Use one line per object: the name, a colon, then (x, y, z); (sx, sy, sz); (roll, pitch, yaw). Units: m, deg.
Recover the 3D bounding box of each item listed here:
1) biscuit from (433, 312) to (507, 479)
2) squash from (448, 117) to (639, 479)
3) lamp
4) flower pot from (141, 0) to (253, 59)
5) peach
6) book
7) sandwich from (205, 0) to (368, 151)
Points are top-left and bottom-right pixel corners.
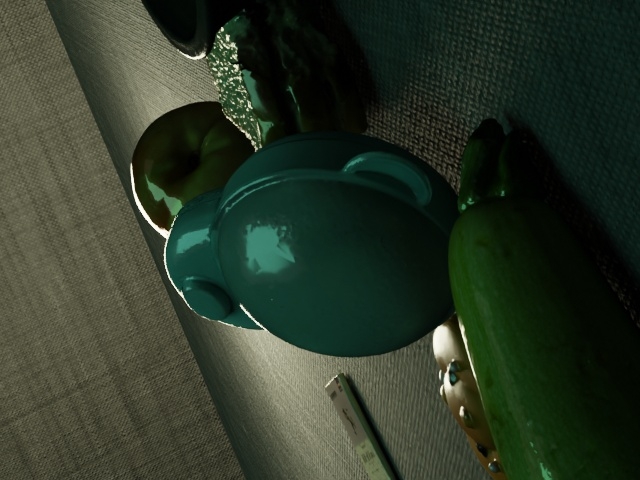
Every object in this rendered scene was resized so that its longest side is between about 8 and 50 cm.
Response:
biscuit: (0.138, 0.142, 1.374); (0.170, 0.050, 0.170); (61, 167, 24)
squash: (0.140, 0.059, 1.036); (0.137, 0.137, 0.287); (89, 157, -63)
lamp: (-0.004, 0.009, 1.282); (0.284, 0.147, 0.209); (3, 140, 45)
flower pot: (-0.080, -0.275, 1.237); (0.235, 0.148, 0.235); (57, 162, 29)
peach: (-0.135, -0.071, 1.849); (0.184, 0.184, 0.184); (60, 167, 23)
book: (0.058, 0.261, 2.055); (0.182, 0.014, 0.127); (63, 168, 9)
sandwich: (-0.063, -0.216, 1.407); (0.254, 0.099, 0.288); (-129, 18, -67)
